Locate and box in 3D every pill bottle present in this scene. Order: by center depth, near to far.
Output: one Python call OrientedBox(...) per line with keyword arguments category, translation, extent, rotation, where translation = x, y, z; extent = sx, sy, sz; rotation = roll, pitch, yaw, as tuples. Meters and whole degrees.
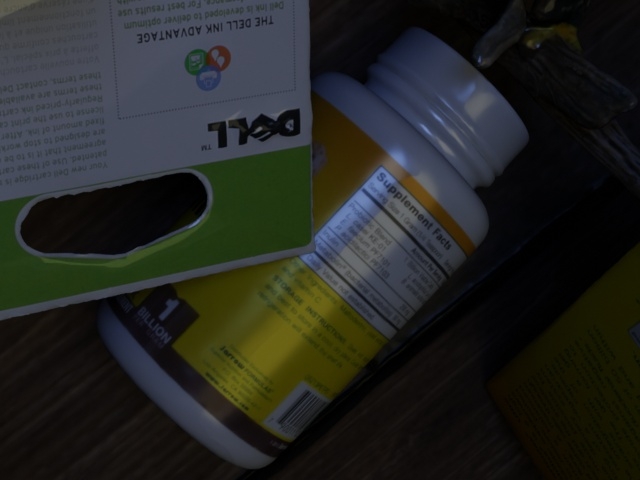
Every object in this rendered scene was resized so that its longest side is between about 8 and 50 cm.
OrientedBox(category="pill bottle", translation=(0.000, 0.000, 0.644), extent=(0.215, 0.117, 0.117), rotation=(-46, 128, -1))

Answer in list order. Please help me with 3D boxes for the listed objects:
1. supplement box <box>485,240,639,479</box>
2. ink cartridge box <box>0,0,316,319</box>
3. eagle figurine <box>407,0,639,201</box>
OrientedBox(category="supplement box", translation=(0.251, 0.073, 0.665), extent=(0.194, 0.195, 0.356), rotation=(-28, 167, -14))
OrientedBox(category="ink cartridge box", translation=(-0.105, -0.109, 0.529), extent=(0.189, 0.097, 0.255), rotation=(-12, 117, -24))
OrientedBox(category="eagle figurine", translation=(0.167, -0.201, 0.598), extent=(0.226, 0.225, 0.298), rotation=(34, 106, -27))
